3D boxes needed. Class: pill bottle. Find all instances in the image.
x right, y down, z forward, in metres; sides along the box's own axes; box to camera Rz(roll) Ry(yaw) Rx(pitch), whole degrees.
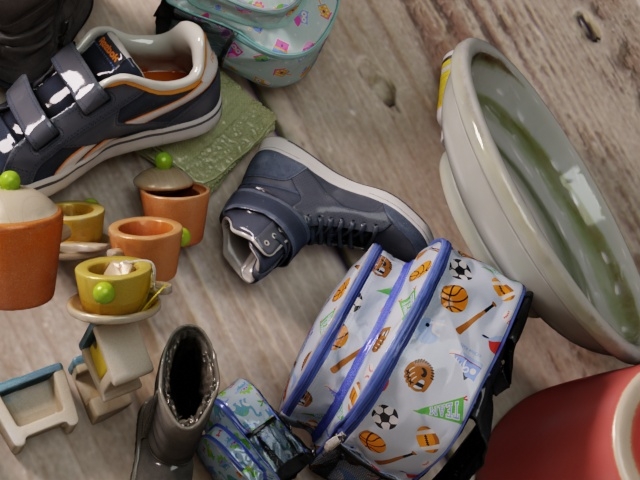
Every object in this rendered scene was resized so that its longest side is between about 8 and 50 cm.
[{"bbox_3d":[0.173,-0.166,1.647,0.065,0.065,0.116,14,64,-13],"label":"pill bottle"}]

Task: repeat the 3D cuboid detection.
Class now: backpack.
[{"bbox_3d":[-0.072,-0.272,1.567,0.188,0.144,0.166,30,57,-8],"label":"backpack"},{"bbox_3d":[-0.076,0.203,1.387,0.084,0.105,0.114,-31,79,-27],"label":"backpack"},{"bbox_3d":[0.090,0.119,1.386,0.213,0.263,0.277,28,61,-10],"label":"backpack"}]

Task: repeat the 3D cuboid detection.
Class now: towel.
[{"bbox_3d":[-0.129,-0.122,1.549,0.110,0.027,0.148,41,63,2],"label":"towel"}]

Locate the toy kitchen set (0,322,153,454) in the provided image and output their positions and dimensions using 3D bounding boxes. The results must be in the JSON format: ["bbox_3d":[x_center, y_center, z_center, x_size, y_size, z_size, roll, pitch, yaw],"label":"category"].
[{"bbox_3d":[-0.287,0.125,1.312,0.207,0.166,0.122,-20,76,-25],"label":"toy kitchen set"}]

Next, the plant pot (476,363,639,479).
[{"bbox_3d":[0.332,0.246,1.430,0.274,0.243,0.275,7,66,-16],"label":"plant pot"}]

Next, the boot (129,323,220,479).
[{"bbox_3d":[-0.135,0.199,1.309,0.076,0.208,0.190,-1,69,-22],"label":"boot"}]

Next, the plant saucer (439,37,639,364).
[{"bbox_3d":[0.228,-0.029,1.515,0.400,0.100,0.400,47,25,-30],"label":"plant saucer"}]

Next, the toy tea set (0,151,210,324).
[{"bbox_3d":[-0.219,-0.027,1.354,0.200,0.336,0.124,4,107,8],"label":"toy tea set"}]

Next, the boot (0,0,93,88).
[{"bbox_3d":[-0.264,-0.338,1.487,0.118,0.223,0.338,33,64,9],"label":"boot"}]

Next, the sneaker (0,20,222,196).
[{"bbox_3d":[-0.256,-0.144,1.437,0.321,0.127,0.126,-24,54,-21],"label":"sneaker"}]

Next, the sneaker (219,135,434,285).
[{"bbox_3d":[-0.001,0.001,1.498,0.226,0.086,0.163,27,51,4],"label":"sneaker"}]
